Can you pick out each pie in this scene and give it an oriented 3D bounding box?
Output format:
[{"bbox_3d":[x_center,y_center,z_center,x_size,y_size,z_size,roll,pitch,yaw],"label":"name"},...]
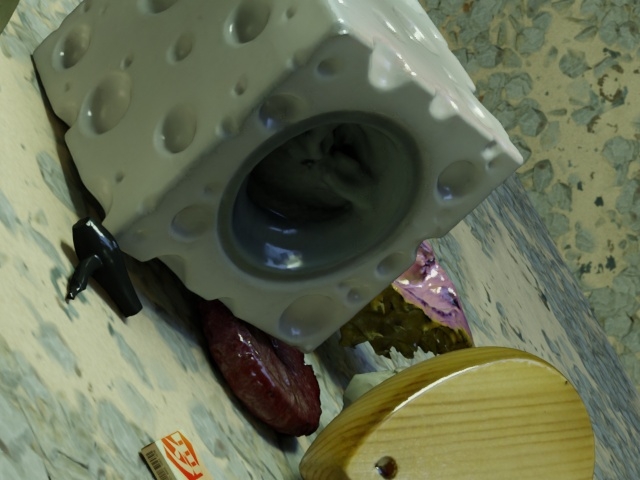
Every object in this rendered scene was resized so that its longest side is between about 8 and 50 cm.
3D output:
[{"bbox_3d":[-0.046,0.093,1.589,0.154,0.036,0.154,52,14,-19],"label":"pie"}]

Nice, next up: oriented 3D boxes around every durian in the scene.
[{"bbox_3d":[0.000,-0.001,1.838,0.341,0.112,0.191,51,21,12],"label":"durian"}]

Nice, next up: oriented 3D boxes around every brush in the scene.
[{"bbox_3d":[0.078,0.172,1.602,0.266,0.166,0.174,3,86,-35],"label":"brush"}]

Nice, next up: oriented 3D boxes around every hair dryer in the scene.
[{"bbox_3d":[-0.157,0.032,1.387,0.079,0.031,0.083,62,25,-18],"label":"hair dryer"}]

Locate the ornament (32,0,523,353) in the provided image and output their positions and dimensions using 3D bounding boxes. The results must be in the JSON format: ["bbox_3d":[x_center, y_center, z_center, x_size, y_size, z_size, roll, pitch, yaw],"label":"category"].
[{"bbox_3d":[-0.037,-0.103,1.546,0.240,0.239,0.240,33,21,-44],"label":"ornament"}]

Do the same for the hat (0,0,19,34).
[{"bbox_3d":[-0.274,-0.165,1.333,0.144,0.173,0.166,14,60,-10],"label":"hat"}]

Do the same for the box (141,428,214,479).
[{"bbox_3d":[-0.083,0.172,1.329,0.093,0.015,0.058,59,15,5],"label":"box"}]
